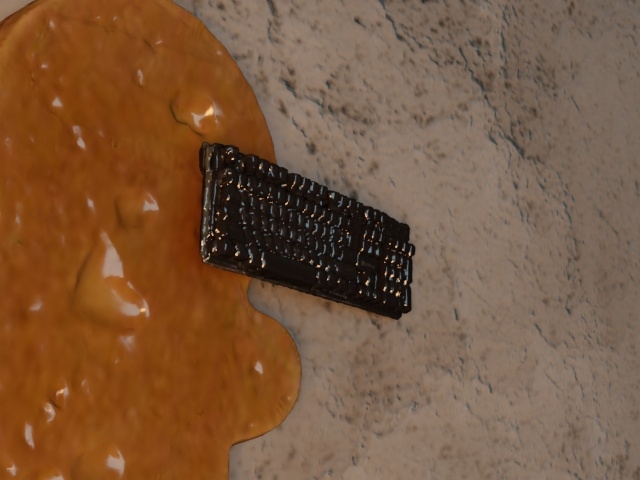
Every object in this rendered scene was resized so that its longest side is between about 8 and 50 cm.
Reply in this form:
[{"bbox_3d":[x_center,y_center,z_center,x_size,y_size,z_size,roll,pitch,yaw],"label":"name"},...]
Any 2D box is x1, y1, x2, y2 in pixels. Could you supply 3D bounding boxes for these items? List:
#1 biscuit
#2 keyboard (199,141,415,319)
[{"bbox_3d":[-0.122,0.028,0.707,0.275,0.052,0.354,14,70,-43],"label":"biscuit"},{"bbox_3d":[0.001,0.000,0.792,0.231,0.023,0.072,21,66,-55],"label":"keyboard"}]
